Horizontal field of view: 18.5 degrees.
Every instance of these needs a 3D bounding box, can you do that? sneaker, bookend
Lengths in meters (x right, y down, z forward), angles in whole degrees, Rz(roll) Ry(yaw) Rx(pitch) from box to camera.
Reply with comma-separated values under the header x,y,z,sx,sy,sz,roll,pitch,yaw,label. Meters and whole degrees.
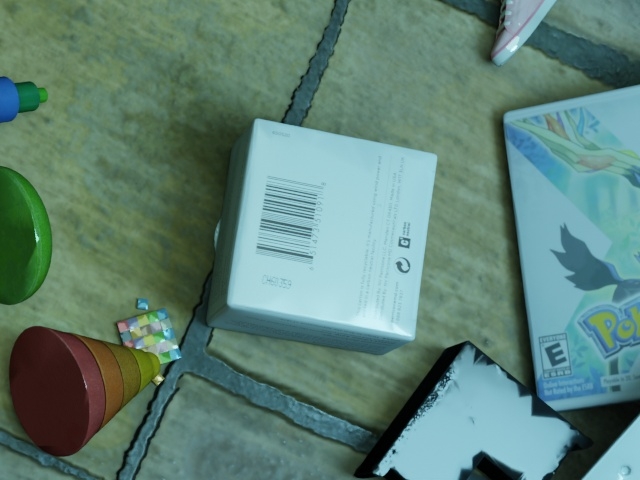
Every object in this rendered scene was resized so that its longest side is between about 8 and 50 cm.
x,y,z,sx,sy,sz,roll,pitch,yaw,label
0.192,-0.238,1.956,0.070,0.051,0.134,38,71,-2,sneaker
0.144,0.204,1.851,0.157,0.072,0.156,38,75,-5,bookend

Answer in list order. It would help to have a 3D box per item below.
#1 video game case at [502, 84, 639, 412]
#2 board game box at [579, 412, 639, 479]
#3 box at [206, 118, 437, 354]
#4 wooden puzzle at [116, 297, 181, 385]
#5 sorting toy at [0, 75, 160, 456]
x,y,z,sx,sy,sz,roll,pitch,yaw,label
0.346,-0.006,1.857,0.329,0.036,0.300,-11,79,23,video game case
0.383,0.341,1.811,0.390,0.050,0.390,39,101,-4,board game box
0.000,0.000,1.831,0.181,0.119,0.181,11,77,-12,box
-0.160,0.094,1.835,0.049,0.006,0.083,-17,84,-15,wooden puzzle
-0.239,0.009,1.797,0.126,0.127,0.366,-12,78,-41,sorting toy
